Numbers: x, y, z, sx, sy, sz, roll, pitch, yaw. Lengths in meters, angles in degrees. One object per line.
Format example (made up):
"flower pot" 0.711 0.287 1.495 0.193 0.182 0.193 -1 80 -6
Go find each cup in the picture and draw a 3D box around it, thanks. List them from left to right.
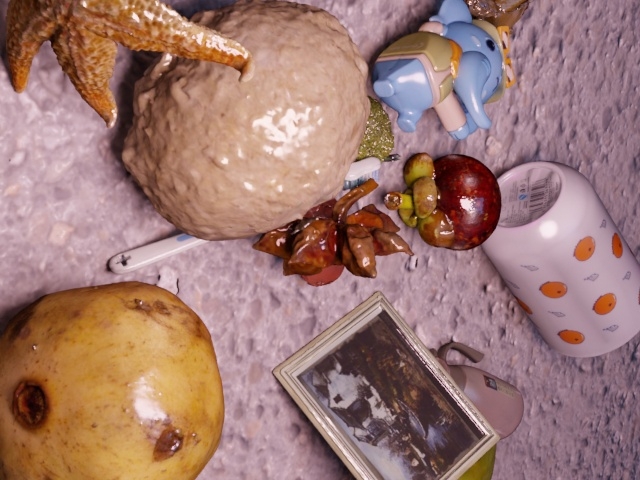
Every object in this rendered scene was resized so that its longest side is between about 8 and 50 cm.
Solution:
"cup" 0.406 0.024 1.671 0.212 0.212 0.317 -53 129 -16

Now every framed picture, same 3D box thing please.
"framed picture" 0.104 0.243 1.472 0.232 0.019 0.296 -35 80 -29

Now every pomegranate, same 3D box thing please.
"pomegranate" -0.245 0.180 1.124 0.281 0.281 0.281 -13 110 -38

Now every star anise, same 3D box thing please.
"star anise" 0.017 0.000 1.296 0.111 0.196 0.212 69 20 -11

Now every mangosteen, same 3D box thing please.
"mangosteen" 0.184 -0.052 1.521 0.181 0.156 0.146 -17 144 -6

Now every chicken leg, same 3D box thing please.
"chicken leg" 0.286 -0.414 1.538 0.125 0.080 0.196 22 87 -29

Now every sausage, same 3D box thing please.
"sausage" 0.000 0.000 1.410 0.076 0.076 0.141 -14 112 -37

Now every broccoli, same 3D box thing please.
"broccoli" 0.040 -0.150 1.381 0.131 0.130 0.120 -11 147 -52

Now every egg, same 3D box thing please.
"egg" -0.083 -0.143 1.177 0.310 0.279 0.279 -41 127 -2

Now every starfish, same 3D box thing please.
"starfish" -0.228 -0.250 0.977 0.327 0.375 0.094 54 39 -24

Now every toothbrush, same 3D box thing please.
"toothbrush" -0.091 -0.037 1.283 0.386 0.040 0.040 -21 116 -19

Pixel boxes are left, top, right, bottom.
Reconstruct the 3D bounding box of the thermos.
"thermos" 0.246 0.245 1.684 0.193 0.105 0.137 30 56 -34

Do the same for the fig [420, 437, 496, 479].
"fig" 0.168 0.356 1.561 0.207 0.207 0.230 40 83 -40

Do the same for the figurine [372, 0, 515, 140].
"figurine" 0.181 -0.231 1.434 0.180 0.154 0.262 49 53 -4
